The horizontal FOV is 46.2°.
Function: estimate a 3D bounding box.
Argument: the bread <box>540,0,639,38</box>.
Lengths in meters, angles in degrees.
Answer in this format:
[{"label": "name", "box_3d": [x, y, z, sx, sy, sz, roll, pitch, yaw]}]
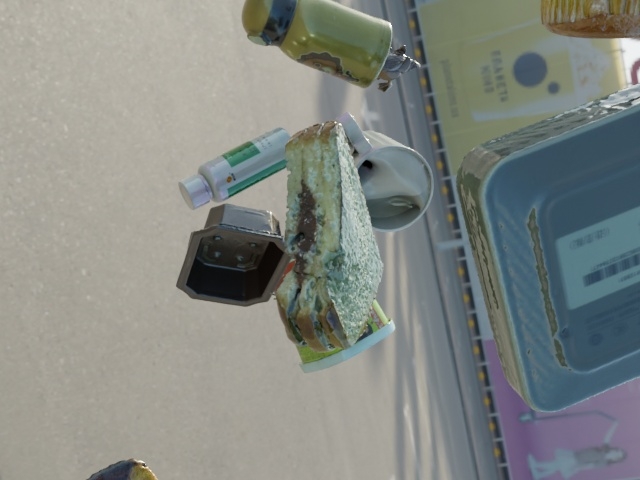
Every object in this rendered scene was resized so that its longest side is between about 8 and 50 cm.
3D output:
[{"label": "bread", "box_3d": [0.632, -0.522, 1.644, 0.204, 0.288, 0.156, -57, 146, -69]}]

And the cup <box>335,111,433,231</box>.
[{"label": "cup", "box_3d": [0.111, -0.151, 1.478, 0.202, 0.166, 0.221, -123, -152, -66]}]

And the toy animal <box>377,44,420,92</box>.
[{"label": "toy animal", "box_3d": [0.222, -0.544, 2.284, 0.179, 0.188, 0.089, 97, -23, -63]}]

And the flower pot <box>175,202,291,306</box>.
[{"label": "flower pot", "box_3d": [-0.155, 0.021, 1.350, 0.251, 0.178, 0.084, 120, -24, -52]}]

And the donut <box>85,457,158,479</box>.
[{"label": "donut", "box_3d": [-0.331, 0.435, 1.244, 0.059, 0.140, 0.140, 124, -26, -44]}]

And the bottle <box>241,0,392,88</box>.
[{"label": "bottle", "box_3d": [-0.019, -0.501, 1.804, 0.171, 0.351, 0.172, -164, -90, -75]}]

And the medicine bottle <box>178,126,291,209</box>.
[{"label": "medicine bottle", "box_3d": [-0.176, -0.152, 1.608, 0.095, 0.260, 0.095, 46, -26, 30]}]

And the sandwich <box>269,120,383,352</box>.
[{"label": "sandwich", "box_3d": [0.005, 0.000, 1.112, 0.254, 0.099, 0.288, -55, 135, -52]}]

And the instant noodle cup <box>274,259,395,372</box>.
[{"label": "instant noodle cup", "box_3d": [0.013, 0.171, 2.096, 0.308, 0.293, 0.294, 63, 11, 1]}]

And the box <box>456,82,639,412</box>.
[{"label": "box", "box_3d": [0.410, 0.007, 1.035, 0.111, 0.395, 0.397, -130, -160, -68]}]
